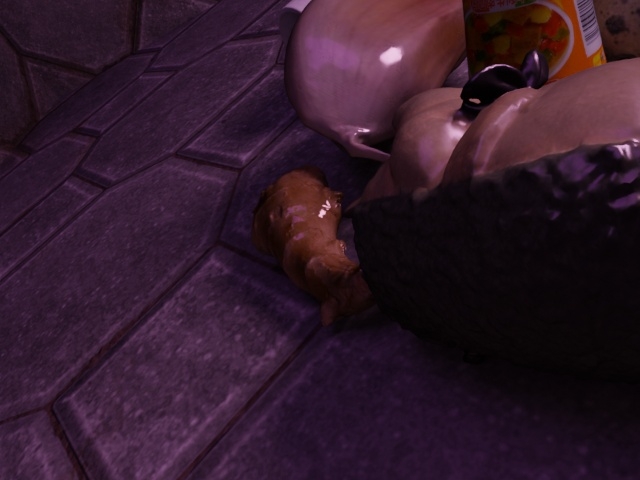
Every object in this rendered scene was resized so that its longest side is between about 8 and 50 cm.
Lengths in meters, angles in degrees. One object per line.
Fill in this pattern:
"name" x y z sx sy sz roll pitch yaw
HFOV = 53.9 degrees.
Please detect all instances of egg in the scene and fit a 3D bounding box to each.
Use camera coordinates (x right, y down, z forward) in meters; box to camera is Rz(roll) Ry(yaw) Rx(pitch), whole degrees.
"egg" 0.352 -0.249 0.674 0.141 0.141 0.182 -49 27 -21

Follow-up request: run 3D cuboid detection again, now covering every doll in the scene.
"doll" 0.164 -0.020 0.468 0.349 0.247 0.247 -15 34 55

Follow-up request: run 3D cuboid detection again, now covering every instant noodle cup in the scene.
"instant noodle cup" 0.218 -0.197 0.654 0.168 0.185 0.168 -16 26 8

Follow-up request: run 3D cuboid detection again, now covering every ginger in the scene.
"ginger" 0.000 0.000 0.728 0.131 0.086 0.294 -47 33 1

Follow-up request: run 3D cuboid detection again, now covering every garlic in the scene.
"garlic" 0.076 -0.208 0.863 0.246 0.231 0.340 21 62 8

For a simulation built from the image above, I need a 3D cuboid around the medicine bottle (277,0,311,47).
"medicine bottle" 0.095 -0.421 1.110 0.332 0.190 0.190 -45 32 -16
